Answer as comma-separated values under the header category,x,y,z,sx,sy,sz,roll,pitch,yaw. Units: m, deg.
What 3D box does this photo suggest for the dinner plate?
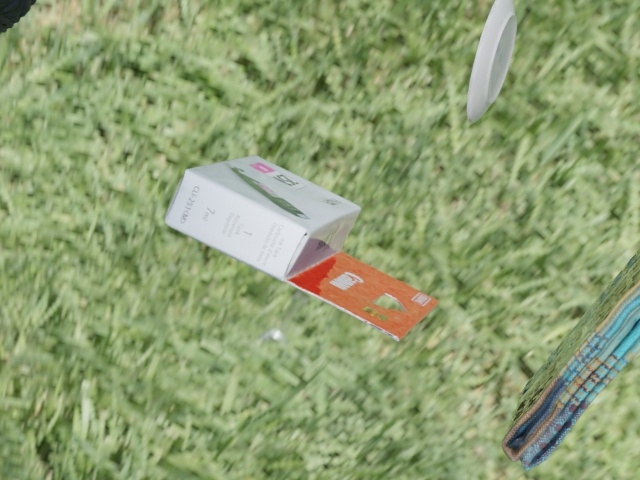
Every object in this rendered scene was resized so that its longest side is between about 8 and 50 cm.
category,x,y,z,sx,sy,sz,roll,pitch,yaw
dinner plate,0.175,-0.184,1.797,0.017,0.141,0.141,16,67,15

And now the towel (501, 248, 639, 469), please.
category,x,y,z,sx,sy,sz,roll,pitch,yaw
towel,0.256,-0.011,1.194,0.040,0.271,0.370,40,99,6

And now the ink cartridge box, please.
category,x,y,z,sx,sy,sz,roll,pitch,yaw
ink cartridge box,0.000,0.000,1.705,0.239,0.275,0.060,25,100,8

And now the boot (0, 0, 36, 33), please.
category,x,y,z,sx,sy,sz,roll,pitch,yaw
boot,-0.417,-0.240,1.710,0.207,0.094,0.246,26,52,34
